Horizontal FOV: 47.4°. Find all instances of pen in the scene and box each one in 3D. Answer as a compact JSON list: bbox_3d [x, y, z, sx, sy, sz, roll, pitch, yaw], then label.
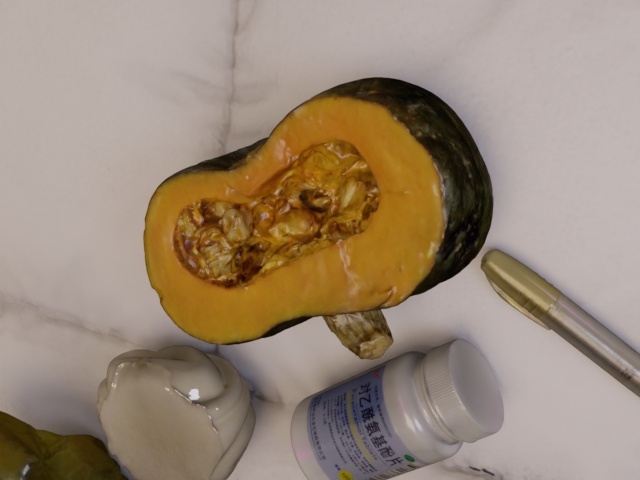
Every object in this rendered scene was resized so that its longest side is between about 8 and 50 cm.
[{"bbox_3d":[0.232,0.088,0.627,0.233,0.032,0.040,40,143,8],"label":"pen"}]

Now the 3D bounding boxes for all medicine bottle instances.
[{"bbox_3d":[0.069,0.168,0.689,0.187,0.103,0.102,-30,93,31],"label":"medicine bottle"}]

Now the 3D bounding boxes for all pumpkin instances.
[{"bbox_3d":[0.000,0.000,0.645,0.317,0.139,0.221,-22,95,29],"label":"pumpkin"}]

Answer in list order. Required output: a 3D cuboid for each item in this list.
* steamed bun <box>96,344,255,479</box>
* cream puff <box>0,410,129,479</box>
[{"bbox_3d":[-0.153,0.191,0.803,0.183,0.106,0.183,9,115,21],"label":"steamed bun"},{"bbox_3d":[-0.336,0.352,0.798,0.378,0.378,0.275,50,127,2],"label":"cream puff"}]
